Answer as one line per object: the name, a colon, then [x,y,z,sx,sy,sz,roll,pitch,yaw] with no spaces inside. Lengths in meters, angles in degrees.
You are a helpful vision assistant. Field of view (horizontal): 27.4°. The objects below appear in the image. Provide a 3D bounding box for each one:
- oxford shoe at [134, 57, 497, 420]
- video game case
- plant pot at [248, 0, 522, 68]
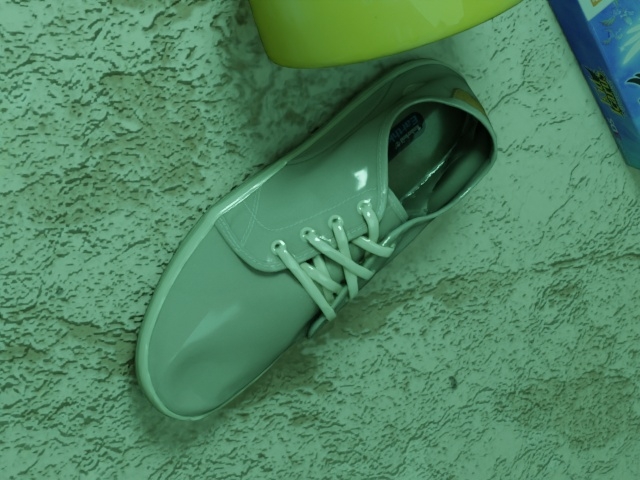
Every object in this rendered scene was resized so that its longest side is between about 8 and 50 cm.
oxford shoe: [0.000,0.000,1.265,0.449,0.130,0.169,-44,126,-8]
video game case: [0.395,-0.247,1.449,0.244,0.061,0.269,-42,124,-10]
plant pot: [0.039,-0.300,1.102,0.254,0.254,0.239,-28,114,-20]
